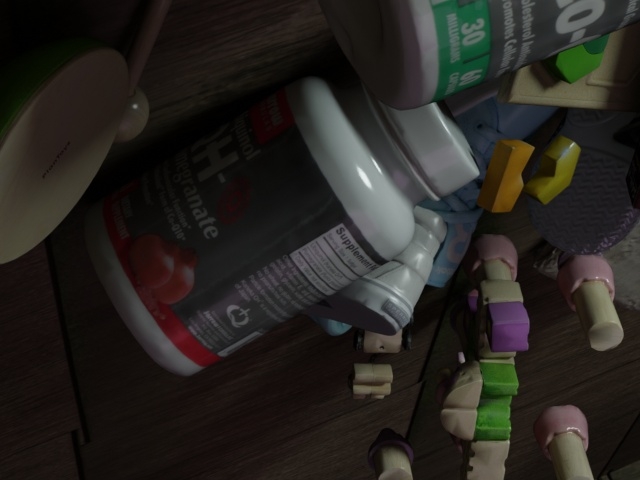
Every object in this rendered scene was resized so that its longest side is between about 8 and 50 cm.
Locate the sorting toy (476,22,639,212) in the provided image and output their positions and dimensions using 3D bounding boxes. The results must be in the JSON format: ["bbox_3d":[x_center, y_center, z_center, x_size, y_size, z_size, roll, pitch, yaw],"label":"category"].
[{"bbox_3d":[0.240,-0.165,1.626,0.229,0.041,0.307,-3,116,-48],"label":"sorting toy"}]

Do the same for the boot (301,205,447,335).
[{"bbox_3d":[0.000,0.000,1.776,0.123,0.258,0.095,-60,143,-18],"label":"boot"}]

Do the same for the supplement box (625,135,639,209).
[{"bbox_3d":[0.367,-0.131,1.670,0.130,0.073,0.239,14,114,-4],"label":"supplement box"}]

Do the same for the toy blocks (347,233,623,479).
[{"bbox_3d":[0.174,0.121,2.220,0.308,0.260,0.289,1,123,-6],"label":"toy blocks"}]

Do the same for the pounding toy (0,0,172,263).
[{"bbox_3d":[-0.222,-0.102,1.399,0.237,0.110,0.183,-47,163,-40],"label":"pounding toy"}]

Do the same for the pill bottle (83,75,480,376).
[{"bbox_3d":[-0.030,-0.031,1.637,0.318,0.176,0.176,-31,158,9],"label":"pill bottle"}]

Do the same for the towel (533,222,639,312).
[{"bbox_3d":[0.406,-0.020,2.263,0.187,0.049,0.282,22,133,-30],"label":"towel"}]

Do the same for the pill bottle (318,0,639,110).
[{"bbox_3d":[0.180,-0.246,1.352,0.361,0.204,0.204,-22,158,-12],"label":"pill bottle"}]

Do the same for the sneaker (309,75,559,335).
[{"bbox_3d":[0.117,-0.037,1.829,0.366,0.150,0.135,-39,156,27],"label":"sneaker"}]

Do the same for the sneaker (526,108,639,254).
[{"bbox_3d":[0.336,-0.161,1.828,0.366,0.137,0.210,-59,169,21],"label":"sneaker"}]
